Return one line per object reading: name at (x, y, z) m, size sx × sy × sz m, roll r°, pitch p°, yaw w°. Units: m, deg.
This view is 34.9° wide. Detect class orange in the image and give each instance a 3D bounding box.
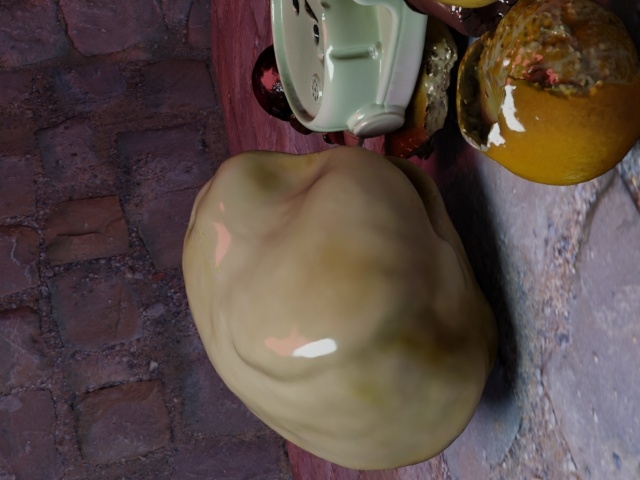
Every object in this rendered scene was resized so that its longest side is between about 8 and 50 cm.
orange at (0.173, -0.114, 0.773) m, size 0.156 × 0.134 × 0.156 m, roll 161°, pitch 90°, yaw -76°

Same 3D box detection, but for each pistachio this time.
pistachio at (0.014, 0.065, 1.178) m, size 0.445 × 0.281 × 0.365 m, roll 34°, pitch 112°, yaw 34°

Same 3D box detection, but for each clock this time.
clock at (0.021, -0.246, 1.176) m, size 0.324 × 0.109 × 0.265 m, roll 95°, pitch 157°, yaw -43°

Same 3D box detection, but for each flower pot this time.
flower pot at (0.141, -0.245, 0.969) m, size 0.089 × 0.111 × 0.111 m, roll 54°, pitch 152°, yaw 42°

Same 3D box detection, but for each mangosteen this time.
mangosteen at (-0.029, -0.258, 1.721) m, size 0.172 × 0.173 × 0.184 m, roll -125°, pitch 10°, yaw -69°

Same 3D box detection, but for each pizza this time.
pizza at (0.120, -0.173, 1.194) m, size 0.147 × 0.069 × 0.226 m, roll -131°, pitch 36°, yaw -58°

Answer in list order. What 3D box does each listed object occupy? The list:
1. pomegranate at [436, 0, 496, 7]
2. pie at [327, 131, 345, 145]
pomegranate at (0.111, -0.288, 0.781) m, size 0.233 × 0.233 × 0.233 m, roll 173°, pitch 90°, yaw -80°
pie at (0.035, -0.241, 1.430) m, size 0.204 × 0.054 × 0.218 m, roll 57°, pitch -147°, yaw -54°
